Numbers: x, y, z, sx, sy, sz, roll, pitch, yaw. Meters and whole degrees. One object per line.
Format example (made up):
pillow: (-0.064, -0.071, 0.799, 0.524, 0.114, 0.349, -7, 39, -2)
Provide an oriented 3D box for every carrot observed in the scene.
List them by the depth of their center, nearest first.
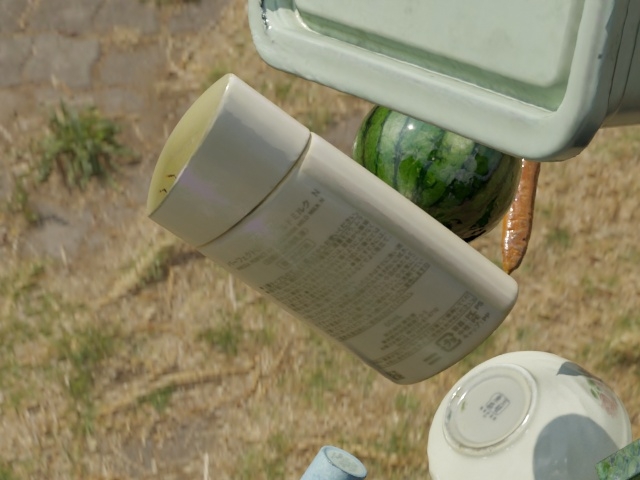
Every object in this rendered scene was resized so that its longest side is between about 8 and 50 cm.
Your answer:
carrot: (0.251, -0.055, 1.879, 0.057, 0.057, 0.224, 7, 64, 3)

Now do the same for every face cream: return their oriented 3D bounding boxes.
face cream: (0.000, 0.000, 1.346, 0.348, 0.173, 0.081, 35, 37, -23)

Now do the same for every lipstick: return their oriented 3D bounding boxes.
lipstick: (-0.039, 0.354, 1.649, 0.068, 0.061, 0.274, 37, 106, 28)

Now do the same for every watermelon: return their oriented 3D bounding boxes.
watermelon: (0.119, -0.072, 1.598, 0.188, 0.188, 0.215, 21, 65, 12)

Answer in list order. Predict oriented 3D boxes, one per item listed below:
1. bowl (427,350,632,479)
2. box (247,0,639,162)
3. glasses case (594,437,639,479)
bowl: (0.251, 0.252, 1.941, 0.277, 0.145, 0.277, -25, 40, 24)
box: (0.119, -0.166, 0.940, 0.182, 0.175, 0.312, -2, 19, -40)
glasses case: (0.452, 0.220, 1.712, 0.272, 0.095, 0.062, -35, 38, 18)
